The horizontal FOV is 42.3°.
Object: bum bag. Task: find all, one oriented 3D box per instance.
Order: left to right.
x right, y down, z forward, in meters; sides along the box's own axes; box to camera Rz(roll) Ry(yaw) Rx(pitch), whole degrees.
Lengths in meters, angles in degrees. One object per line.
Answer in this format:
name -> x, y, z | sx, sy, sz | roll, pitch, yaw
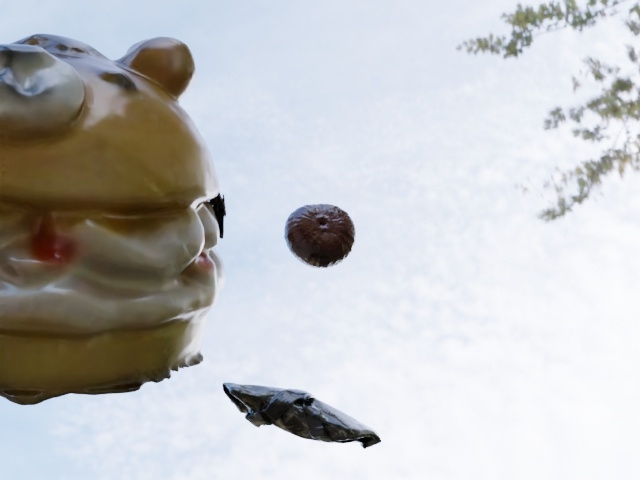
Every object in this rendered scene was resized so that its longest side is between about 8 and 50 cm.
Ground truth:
bum bag -> -0.030, 0.253, 1.207 | 0.248, 0.069, 0.102 | 13, -26, 7

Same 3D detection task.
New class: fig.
fig -> 0.008, -0.008, 1.395 | 0.119, 0.153, 0.119 | -1, -92, 16

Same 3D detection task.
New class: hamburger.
hamburger -> -0.194, -0.036, 0.588 | 0.277, 0.276, 0.236 | 8, -80, 3
